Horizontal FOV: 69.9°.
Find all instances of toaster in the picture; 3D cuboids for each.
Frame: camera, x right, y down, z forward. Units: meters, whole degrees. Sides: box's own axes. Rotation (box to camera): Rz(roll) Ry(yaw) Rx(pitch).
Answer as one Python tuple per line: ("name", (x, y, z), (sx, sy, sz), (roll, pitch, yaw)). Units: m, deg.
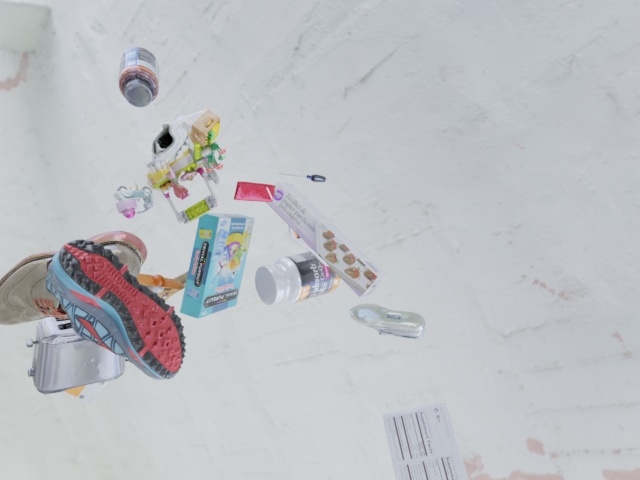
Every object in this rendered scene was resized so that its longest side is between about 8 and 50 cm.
("toaster", (-0.542, 0.245, 1.055), (0.129, 0.226, 0.147), (32, -62, 48))

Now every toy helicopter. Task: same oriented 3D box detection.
("toy helicopter", (-0.533, 0.163, 1.557), (0.140, 0.355, 0.235), (44, -43, 16))

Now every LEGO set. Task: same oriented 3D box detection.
("LEGO set", (-0.211, -0.103, 0.756), (0.287, 0.132, 0.107), (-26, -90, 37))

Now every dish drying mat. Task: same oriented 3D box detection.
("dish drying mat", (-0.109, -0.081, 0.772), (0.008, 0.083, 0.032), (26, -73, 36))

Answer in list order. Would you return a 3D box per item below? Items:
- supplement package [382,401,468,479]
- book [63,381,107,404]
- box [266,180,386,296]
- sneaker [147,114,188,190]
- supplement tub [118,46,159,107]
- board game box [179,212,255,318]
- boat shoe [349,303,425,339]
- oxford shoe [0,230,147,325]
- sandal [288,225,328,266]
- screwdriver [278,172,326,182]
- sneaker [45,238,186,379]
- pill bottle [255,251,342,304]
("supplement package", (0.241, 0.510, 1.057), (0.145, 0.262, 0.204), (-14, -120, 4))
("book", (-0.683, 0.390, 1.297), (0.144, 0.096, 0.035), (43, -16, -29))
("box", (0.007, -0.008, 1.027), (0.324, 0.067, 0.063), (45, -75, 18))
("sneaker", (-0.526, -0.287, 1.533), (0.110, 0.118, 0.292), (37, -62, 5))
("supplement tub", (-0.505, -0.450, 1.275), (0.106, 0.106, 0.198), (-58, -145, 35))
("board game box", (-0.345, 0.077, 1.574), (0.079, 0.253, 0.336), (15, -83, 17))
("boat shoe", (0.195, 0.248, 1.352), (0.227, 0.079, 0.081), (7, -53, 24))
("oxford shoe", (-0.502, 0.094, 0.868), (0.348, 0.130, 0.123), (-25, -54, 11))
("sandal", (0.003, -0.009, 1.368), (0.076, 0.265, 0.102), (-5, -122, 34))
("screwdriver", (-0.053, -0.199, 1.402), (0.025, 0.169, 0.024), (-49, -130, 35))
("sneaker", (-0.325, 0.121, 0.732), (0.125, 0.104, 0.262), (-30, -77, 32))
("pill bottle", (-0.071, 0.125, 1.560), (0.162, 0.278, 0.162), (17, -68, 48))
